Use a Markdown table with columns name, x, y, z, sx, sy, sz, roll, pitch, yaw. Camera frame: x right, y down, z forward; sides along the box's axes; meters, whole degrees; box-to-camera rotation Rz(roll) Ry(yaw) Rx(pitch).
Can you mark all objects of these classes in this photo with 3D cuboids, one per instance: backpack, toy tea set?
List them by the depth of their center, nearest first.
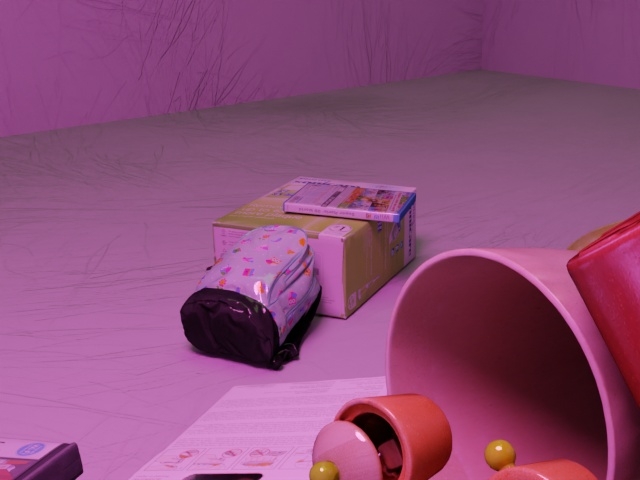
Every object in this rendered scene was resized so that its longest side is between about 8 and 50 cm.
| name | x | y | z | sx | sy | sz | roll | pitch | yaw |
| --- | --- | --- | --- | --- | --- | --- | --- | --- | --- |
| toy tea set | 0.108 | 0.219 | 0.568 | 0.124 | 0.200 | 0.336 | -7 | 20 | -44 |
| backpack | -0.072 | 0.063 | 1.186 | 0.152 | 0.115 | 0.182 | 14 | 38 | 26 |

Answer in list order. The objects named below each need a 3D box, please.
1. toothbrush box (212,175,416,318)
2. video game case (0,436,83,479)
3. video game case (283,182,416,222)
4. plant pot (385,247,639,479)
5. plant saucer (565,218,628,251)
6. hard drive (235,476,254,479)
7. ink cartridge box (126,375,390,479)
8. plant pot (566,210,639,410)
| name | x | y | z | sx | sy | sz | roll | pitch | yaw |
| --- | --- | --- | --- | --- | --- | --- | --- | --- | --- |
| toothbrush box | 0.000 | 0.000 | 1.403 | 0.206 | 0.122 | 0.283 | 8 | 19 | 25 |
| video game case | -0.381 | 0.236 | 0.789 | 0.248 | 0.035 | 0.275 | -1 | 16 | 26 |
| video game case | 0.044 | -0.055 | 1.351 | 0.166 | 0.015 | 0.119 | 6 | 18 | 15 |
| plant pot | 0.240 | 0.113 | 0.824 | 0.274 | 0.256 | 0.256 | -10 | 19 | -33 |
| plant saucer | 0.466 | 0.025 | 1.346 | 0.241 | 0.037 | 0.241 | -16 | 19 | 5 |
| hard drive | -0.107 | 0.280 | 0.663 | 0.210 | 0.040 | 0.319 | 15 | 24 | 43 |
| ink cartridge box | -0.043 | 0.191 | 0.847 | 0.189 | 0.066 | 0.232 | -7 | 16 | 23 |
| plant pot | 0.308 | 0.074 | 0.590 | 0.272 | 0.265 | 0.272 | -31 | -7 | -4 |
